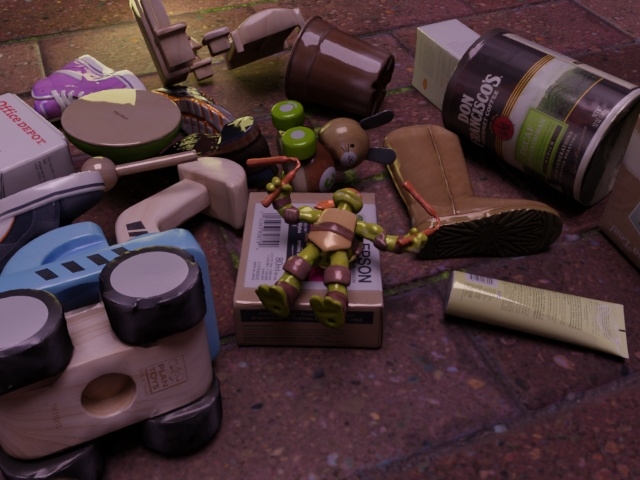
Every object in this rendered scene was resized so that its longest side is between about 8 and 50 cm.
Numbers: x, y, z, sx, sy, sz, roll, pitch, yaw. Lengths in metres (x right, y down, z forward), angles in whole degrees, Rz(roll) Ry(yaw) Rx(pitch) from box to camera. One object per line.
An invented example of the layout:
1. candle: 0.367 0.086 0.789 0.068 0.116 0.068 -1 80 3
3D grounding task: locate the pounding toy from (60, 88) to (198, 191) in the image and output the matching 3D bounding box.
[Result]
1. pounding toy: -0.303 -0.139 1.114 0.183 0.110 0.237 -12 42 -20

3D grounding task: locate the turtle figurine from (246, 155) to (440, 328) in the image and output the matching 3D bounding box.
1. turtle figurine: 0.000 0.000 0.891 0.270 0.087 0.217 20 53 8

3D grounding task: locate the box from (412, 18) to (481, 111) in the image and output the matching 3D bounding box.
1. box: 0.261 -0.325 1.350 0.091 0.130 0.170 -18 46 -18

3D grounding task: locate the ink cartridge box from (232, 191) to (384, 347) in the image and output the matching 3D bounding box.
1. ink cartridge box: -0.013 0.034 0.983 0.193 0.088 0.234 0 41 1

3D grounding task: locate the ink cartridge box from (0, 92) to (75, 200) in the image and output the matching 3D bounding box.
1. ink cartridge box: -0.555 -0.095 1.094 0.289 0.121 0.211 -31 51 -30

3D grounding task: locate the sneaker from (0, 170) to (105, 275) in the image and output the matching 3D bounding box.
1. sneaker: -0.426 0.014 0.948 0.321 0.127 0.126 -23 4 -1

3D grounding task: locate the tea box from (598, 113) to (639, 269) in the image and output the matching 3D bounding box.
1. tea box: 0.632 -0.027 0.957 0.324 0.219 0.329 -14 44 -14

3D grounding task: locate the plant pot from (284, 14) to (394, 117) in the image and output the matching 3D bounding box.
1. plant pot: 0.041 -0.315 1.328 0.165 0.167 0.167 23 46 12

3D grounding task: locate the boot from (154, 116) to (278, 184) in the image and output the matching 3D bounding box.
1. boot: -0.176 -0.124 1.178 0.219 0.106 0.082 -12 40 30

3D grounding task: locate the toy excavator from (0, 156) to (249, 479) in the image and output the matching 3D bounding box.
1. toy excavator: -0.242 0.041 0.905 0.433 0.222 0.445 -18 37 -21

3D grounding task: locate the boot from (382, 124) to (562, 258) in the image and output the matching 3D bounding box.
1. boot: 0.233 -0.094 1.127 0.236 0.089 0.269 -2 41 -3

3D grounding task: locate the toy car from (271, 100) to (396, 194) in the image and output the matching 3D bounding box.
1. toy car: 0.031 -0.139 1.111 0.189 0.155 0.149 -14 44 -7

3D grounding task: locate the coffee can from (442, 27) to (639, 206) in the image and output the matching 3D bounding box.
1. coffee can: 0.372 -0.208 1.168 0.202 0.201 0.275 -31 51 -30

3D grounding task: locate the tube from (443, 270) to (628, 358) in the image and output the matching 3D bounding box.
1. tube: 0.288 0.096 0.945 0.240 0.062 0.070 11 87 5

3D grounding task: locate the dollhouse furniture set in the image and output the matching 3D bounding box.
1. dollhouse furniture set: -0.155 -0.434 1.309 0.356 0.173 0.303 -24 9 -12

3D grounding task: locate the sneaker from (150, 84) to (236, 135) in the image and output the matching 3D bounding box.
1. sneaker: -0.229 -0.241 1.291 0.215 0.084 0.083 25 43 26

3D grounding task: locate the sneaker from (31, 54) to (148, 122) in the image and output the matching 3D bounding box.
1. sneaker: -0.426 -0.246 1.290 0.161 0.102 0.282 -36 43 -29

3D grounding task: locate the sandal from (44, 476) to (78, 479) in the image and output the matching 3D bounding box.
1. sandal: -0.325 0.304 0.672 0.219 0.060 0.089 -18 90 -17
